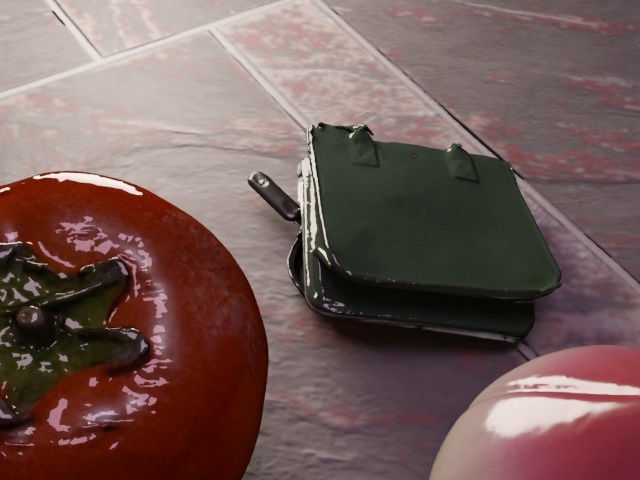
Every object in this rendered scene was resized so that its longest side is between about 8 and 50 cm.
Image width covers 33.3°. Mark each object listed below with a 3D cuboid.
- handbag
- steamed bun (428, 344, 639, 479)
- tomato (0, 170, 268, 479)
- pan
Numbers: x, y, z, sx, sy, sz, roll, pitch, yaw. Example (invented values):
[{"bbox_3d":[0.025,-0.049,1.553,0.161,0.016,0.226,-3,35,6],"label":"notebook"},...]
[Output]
[{"bbox_3d":[0.105,-0.018,1.129,0.248,0.079,0.260,7,40,-11],"label":"handbag"},{"bbox_3d":[0.226,0.202,0.807,0.309,0.309,0.309,1,46,-1],"label":"steamed bun"},{"bbox_3d":[-0.213,0.119,0.886,0.341,0.273,0.341,2,60,-3],"label":"tomato"},{"bbox_3d":[0.000,0.000,1.168,0.136,0.028,0.235,-30,58,-29],"label":"pan"}]
